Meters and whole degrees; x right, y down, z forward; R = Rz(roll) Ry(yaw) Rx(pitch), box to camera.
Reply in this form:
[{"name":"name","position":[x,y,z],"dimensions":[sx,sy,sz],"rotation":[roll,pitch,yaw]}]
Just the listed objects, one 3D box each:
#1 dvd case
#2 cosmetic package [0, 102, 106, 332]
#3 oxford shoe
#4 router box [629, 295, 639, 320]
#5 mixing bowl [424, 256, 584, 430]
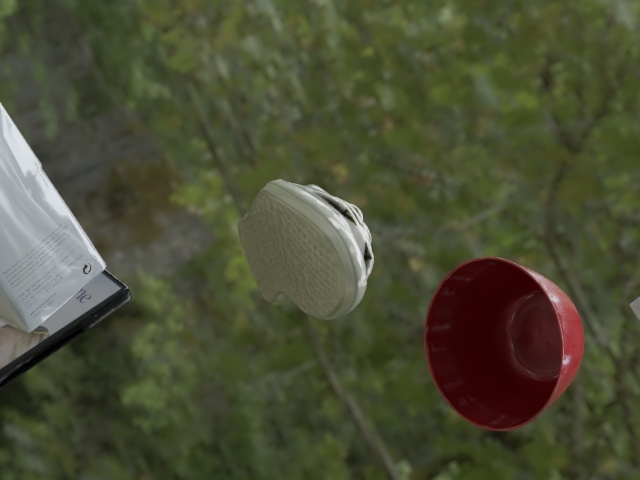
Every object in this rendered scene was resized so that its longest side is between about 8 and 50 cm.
[{"name":"dvd case","position":[-0.358,0.089,2.214],"dimensions":[0.180,0.253,0.022],"rotation":[33,-30,43]},{"name":"cosmetic package","position":[-0.371,-0.091,1.672],"dimensions":[0.377,0.097,0.284],"rotation":[17,-39,52]},{"name":"oxford shoe","position":[0.000,0.000,2.324],"dimensions":[0.449,0.130,0.169],"rotation":[174,-103,-80]},{"name":"router box","position":[0.591,0.105,2.393],"dimensions":[0.335,0.082,0.301],"rotation":[-39,-103,32]},{"name":"mixing bowl","position":[0.209,0.104,2.087],"dimensions":[0.181,0.098,0.181],"rotation":[5,-83,43]}]
